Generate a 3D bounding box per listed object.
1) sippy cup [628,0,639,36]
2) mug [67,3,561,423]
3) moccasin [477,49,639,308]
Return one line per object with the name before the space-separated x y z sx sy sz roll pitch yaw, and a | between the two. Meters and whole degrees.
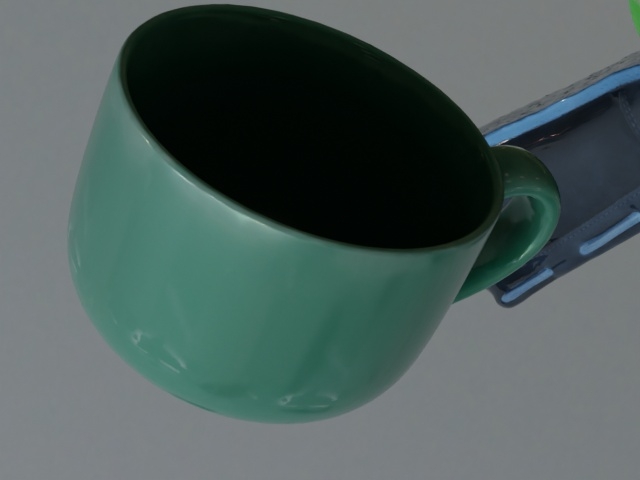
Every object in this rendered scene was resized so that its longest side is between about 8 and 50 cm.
sippy cup | 0.389 -0.202 1.027 0.305 0.240 0.224 -46 -129 -9
mug | -0.006 0.003 0.461 0.157 0.097 0.129 25 -146 -2
moccasin | 0.204 -0.051 0.716 0.137 0.342 0.117 -31 -84 -40
